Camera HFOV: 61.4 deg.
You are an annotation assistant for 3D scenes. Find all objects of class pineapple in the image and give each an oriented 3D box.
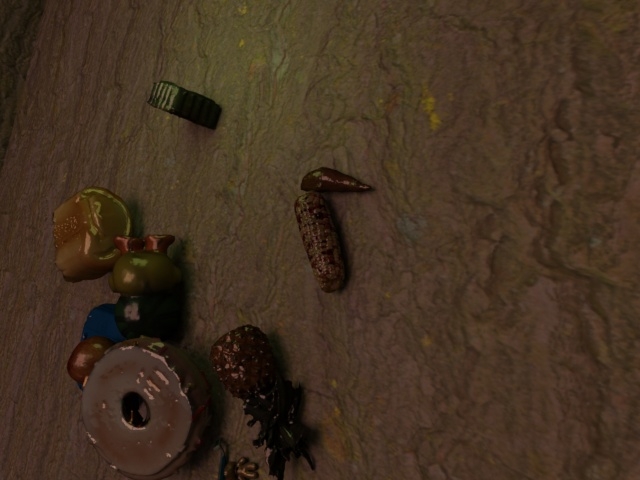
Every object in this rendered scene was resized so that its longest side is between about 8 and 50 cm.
[{"bbox_3d":[-0.123,0.372,1.254,0.165,0.165,0.364,-47,61,22],"label":"pineapple"}]

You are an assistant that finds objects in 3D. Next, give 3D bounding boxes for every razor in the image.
[{"bbox_3d":[-0.264,0.610,1.373,0.068,0.037,0.191,141,135,-81],"label":"razor"}]

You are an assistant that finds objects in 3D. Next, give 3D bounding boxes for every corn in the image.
[{"bbox_3d":[0.000,0.000,1.269,0.086,0.086,0.253,-32,60,31],"label":"corn"}]

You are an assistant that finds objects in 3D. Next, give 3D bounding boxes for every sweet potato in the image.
[{"bbox_3d":[0.027,-0.145,1.296,0.226,0.068,0.068,5,82,40],"label":"sweet potato"}]

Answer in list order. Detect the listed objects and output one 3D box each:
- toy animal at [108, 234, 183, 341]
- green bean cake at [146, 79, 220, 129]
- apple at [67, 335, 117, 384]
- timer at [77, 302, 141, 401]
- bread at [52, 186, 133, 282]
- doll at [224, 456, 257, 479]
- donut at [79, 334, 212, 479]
[{"bbox_3d":[-0.517,0.141,1.590,0.191,0.216,0.338,119,145,-76],"label":"toy animal"},{"bbox_3d":[-0.429,-0.431,1.701,0.181,0.173,0.094,27,98,45],"label":"green bean cake"},{"bbox_3d":[-0.652,0.351,1.571,0.131,0.146,0.146,26,98,3],"label":"apple"},{"bbox_3d":[-0.670,0.369,1.743,0.340,0.115,0.309,7,86,41],"label":"timer"},{"bbox_3d":[-0.771,-0.026,1.882,0.270,0.211,0.315,-26,71,25],"label":"bread"},{"bbox_3d":[-0.195,0.568,1.332,0.093,0.051,0.061,-9,70,9],"label":"doll"},{"bbox_3d":[-0.460,0.442,1.453,0.383,0.142,0.382,0,89,18],"label":"donut"}]
